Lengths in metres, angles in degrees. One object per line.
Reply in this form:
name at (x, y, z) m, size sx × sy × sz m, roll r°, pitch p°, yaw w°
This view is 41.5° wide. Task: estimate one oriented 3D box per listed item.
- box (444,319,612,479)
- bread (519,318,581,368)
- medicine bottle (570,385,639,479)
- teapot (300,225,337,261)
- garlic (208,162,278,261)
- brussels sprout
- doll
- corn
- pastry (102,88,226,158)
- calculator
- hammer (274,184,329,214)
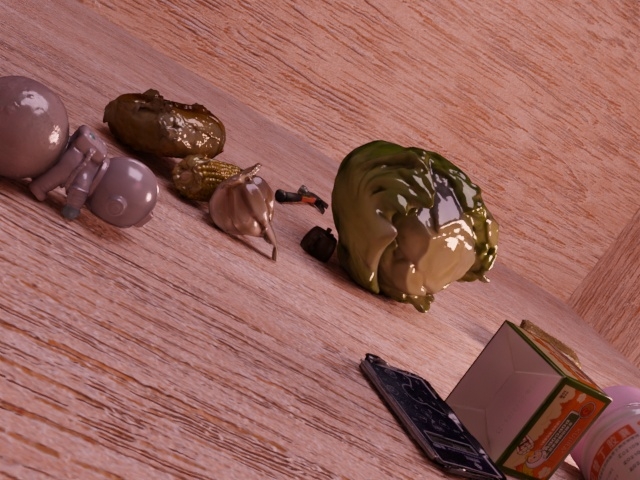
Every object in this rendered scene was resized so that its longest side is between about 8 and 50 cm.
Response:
box at (0.350, 0.276, 1.438) m, size 0.148 × 0.195 × 0.177 m, roll 27°, pitch 13°, yaw -34°
bread at (0.578, 0.304, 2.202) m, size 0.184 × 0.110 × 0.234 m, roll 34°, pitch 9°, yaw 12°
medicine bottle at (0.589, 0.420, 1.512) m, size 0.202 × 0.202 × 0.316 m, roll 31°, pitch 12°, yaw -16°
teapot at (0.000, 0.000, 1.894) m, size 0.076 × 0.068 × 0.121 m, roll 38°, pitch 12°, yaw 16°
garlic at (-0.134, -0.046, 1.640) m, size 0.194 × 0.127 × 0.131 m, roll 58°, pitch 30°, yaw -18°
brussels sprout at (0.190, -0.051, 1.968) m, size 0.425 × 0.342 × 0.361 m, roll 27°, pitch 11°, yaw -44°
doll at (-0.355, -0.114, 1.198) m, size 0.287 × 0.151 × 0.151 m, roll 33°, pitch 11°, yaw -24°
corn at (-0.216, -0.122, 1.729) m, size 0.091 × 0.091 × 0.260 m, roll 2°, pitch 0°, yaw 22°
pastry at (-0.314, -0.243, 1.756) m, size 0.257 × 0.120 × 0.236 m, roll 19°, pitch 13°, yaw 25°
calculator at (0.172, 0.281, 1.338) m, size 0.166 × 0.028 × 0.274 m, roll 26°, pitch 14°, yaw -36°
hammer at (-0.060, -0.116, 2.295) m, size 0.111 × 0.033 × 0.288 m, roll 37°, pitch 12°, yaw 16°
